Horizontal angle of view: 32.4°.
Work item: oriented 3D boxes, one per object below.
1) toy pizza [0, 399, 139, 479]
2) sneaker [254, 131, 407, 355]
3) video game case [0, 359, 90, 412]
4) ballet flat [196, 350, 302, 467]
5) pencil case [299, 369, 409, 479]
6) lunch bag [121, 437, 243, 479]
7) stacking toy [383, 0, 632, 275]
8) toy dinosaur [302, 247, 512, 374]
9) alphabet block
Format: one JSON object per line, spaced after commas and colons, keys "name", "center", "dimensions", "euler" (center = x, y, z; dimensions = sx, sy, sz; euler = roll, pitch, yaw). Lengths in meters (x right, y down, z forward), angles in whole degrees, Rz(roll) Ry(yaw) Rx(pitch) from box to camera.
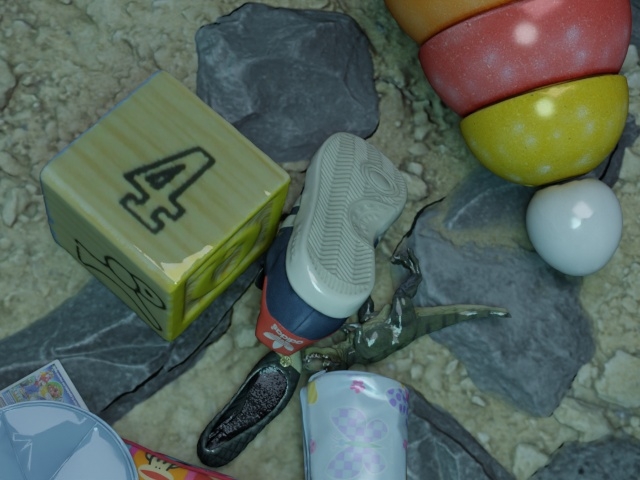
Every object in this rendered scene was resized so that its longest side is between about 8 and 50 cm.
{"name": "toy pizza", "center": [-0.274, 0.253, 1.059], "dimensions": [0.201, 0.032, 0.201], "euler": [3, 65, -6]}
{"name": "sneaker", "center": [0.000, 0.000, 1.279], "dimensions": [0.131, 0.148, 0.350], "euler": [37, 33, -6]}
{"name": "video game case", "center": [-0.324, 0.198, 1.219], "dimensions": [0.122, 0.011, 0.087], "euler": [-30, 74, -19]}
{"name": "ballet flat", "center": [-0.074, 0.186, 1.242], "dimensions": [0.057, 0.049, 0.173], "euler": [36, 66, 6]}
{"name": "pencil case", "center": [0.033, 0.278, 1.186], "dimensions": [0.124, 0.113, 0.273], "euler": [1, 66, 8]}
{"name": "lunch bag", "center": [-0.151, 0.349, 1.077], "dimensions": [0.293, 0.120, 0.258], "euler": [15, 67, 23]}
{"name": "stacking toy", "center": [0.260, -0.188, 1.362], "dimensions": [0.350, 0.350, 0.480], "euler": [-11, 87, -13]}
{"name": "toy dinosaur", "center": [0.085, 0.081, 1.310], "dimensions": [0.268, 0.064, 0.118], "euler": [-17, 75, -18]}
{"name": "alphabet block", "center": [-0.175, -0.036, 1.247], "dimensions": [0.197, 0.192, 0.193], "euler": [41, 69, 9]}
